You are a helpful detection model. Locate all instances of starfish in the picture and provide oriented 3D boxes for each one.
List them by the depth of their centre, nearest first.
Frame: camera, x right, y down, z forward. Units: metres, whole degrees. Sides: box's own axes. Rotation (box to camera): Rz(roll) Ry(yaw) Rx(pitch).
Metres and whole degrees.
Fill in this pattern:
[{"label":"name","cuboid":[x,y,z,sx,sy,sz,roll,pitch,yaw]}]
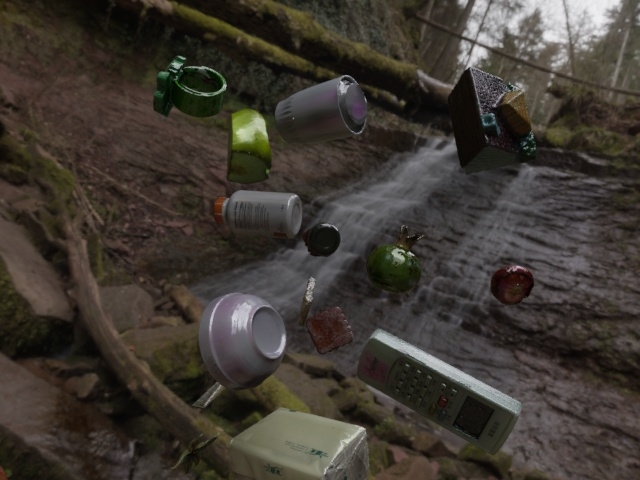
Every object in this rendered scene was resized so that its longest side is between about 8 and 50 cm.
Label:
[{"label":"starfish","cuboid":[-0.442,0.745,1.802,0.217,0.223,0.050,-18,53,-44]}]

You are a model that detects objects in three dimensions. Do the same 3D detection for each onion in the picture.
[{"label":"onion","cuboid":[0.665,0.142,1.800,0.150,0.150,0.140,23,24,-10]}]

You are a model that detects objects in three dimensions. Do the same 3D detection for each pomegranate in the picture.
[{"label":"pomegranate","cuboid":[0.254,0.064,1.672,0.182,0.224,0.181,27,-5,2]}]

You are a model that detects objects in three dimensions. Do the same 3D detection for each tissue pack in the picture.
[{"label":"tissue pack","cuboid":[-0.064,0.723,1.687,0.381,0.207,0.297,2,10,30]}]

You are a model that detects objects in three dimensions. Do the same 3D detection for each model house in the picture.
[{"label":"model house","cuboid":[0.494,-0.370,1.478,0.230,0.280,0.249,-12,-17,15]}]

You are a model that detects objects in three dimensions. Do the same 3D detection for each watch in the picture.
[{"label":"watch","cuboid":[-0.321,-0.362,1.276,0.152,0.165,0.131,18,-46,-8]}]

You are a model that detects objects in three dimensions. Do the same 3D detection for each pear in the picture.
[{"label":"pear","cuboid":[-0.273,-0.371,1.951,0.160,0.292,0.292,0,-1,-15]}]

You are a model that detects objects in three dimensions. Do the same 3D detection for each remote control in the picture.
[{"label":"remote control","cuboid":[0.243,0.322,1.105,0.344,0.145,0.050,25,35,19]}]

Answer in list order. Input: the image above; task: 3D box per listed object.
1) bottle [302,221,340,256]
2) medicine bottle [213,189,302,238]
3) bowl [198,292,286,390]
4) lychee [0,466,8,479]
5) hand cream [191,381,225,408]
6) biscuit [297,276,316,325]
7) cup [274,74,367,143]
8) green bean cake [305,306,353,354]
[{"label":"bottle","cuboid":[0.000,0.000,2.114,0.156,0.143,0.271,27,-3,-3]},{"label":"medicine bottle","cuboid":[-0.220,-0.094,1.780,0.289,0.156,0.157,5,-11,14]},{"label":"bowl","cuboid":[-0.202,0.282,1.488,0.144,0.286,0.287,-20,-30,30]},{"label":"lychee","cuboid":[-0.729,0.525,0.976,0.255,0.255,0.300,20,-1,11]},{"label":"hand cream","cuboid":[-0.348,0.498,1.660,0.061,0.039,0.143,-1,24,36]},{"label":"biscuit","cuboid":[-0.047,0.211,1.658,0.032,0.133,0.250,16,12,-1]},{"label":"cup","cuboid":[0.004,-0.557,2.253,0.372,0.253,0.253,-8,-22,32]},{"label":"green bean cake","cuboid":[0.032,0.304,1.730,0.056,0.136,0.135,39,27,-81]}]
